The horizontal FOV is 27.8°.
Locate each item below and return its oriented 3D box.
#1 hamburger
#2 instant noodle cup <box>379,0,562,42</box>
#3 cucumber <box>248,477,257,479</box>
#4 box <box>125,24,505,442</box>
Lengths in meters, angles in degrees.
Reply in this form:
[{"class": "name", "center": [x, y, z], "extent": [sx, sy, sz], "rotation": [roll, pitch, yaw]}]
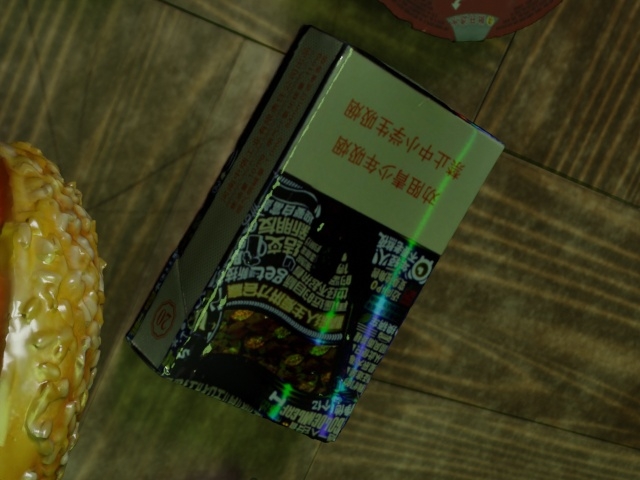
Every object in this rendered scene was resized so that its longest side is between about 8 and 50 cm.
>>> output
[{"class": "hamburger", "center": [-0.291, 0.070, 0.815], "extent": [0.250, 0.330, 0.330], "rotation": [29, 94, -37]}, {"class": "instant noodle cup", "center": [0.111, -0.298, 1.033], "extent": [0.274, 0.091, 0.274], "rotation": [-12, 115, -26]}, {"class": "cucumber", "center": [-0.147, 0.295, 1.123], "extent": [0.245, 0.134, 0.134], "rotation": [-9, 115, -17]}, {"class": "box", "center": [0.000, 0.000, 1.099], "extent": [0.198, 0.084, 0.310], "rotation": [27, 95, -36]}]
